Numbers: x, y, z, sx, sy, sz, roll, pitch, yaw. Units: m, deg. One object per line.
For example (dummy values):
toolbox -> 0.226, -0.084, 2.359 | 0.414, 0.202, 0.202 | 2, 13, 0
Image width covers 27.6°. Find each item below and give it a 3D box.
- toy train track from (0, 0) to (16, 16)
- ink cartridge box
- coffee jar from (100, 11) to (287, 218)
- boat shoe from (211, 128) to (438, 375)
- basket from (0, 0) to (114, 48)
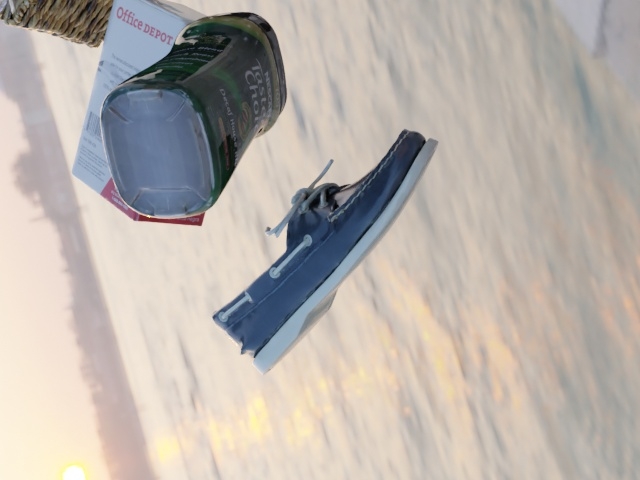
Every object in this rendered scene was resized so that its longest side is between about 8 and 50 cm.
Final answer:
toy train track -> -0.307, -0.241, 1.288 | 0.083, 0.014, 0.048 | -29, 74, 57
ink cartridge box -> -0.218, -0.181, 1.764 | 0.197, 0.114, 0.273 | 33, 112, 47
coffee jar -> -0.081, -0.094, 0.907 | 0.184, 0.079, 0.096 | -62, -34, -59
boat shoe -> 0.000, 0.000, 1.054 | 0.079, 0.095, 0.254 | 41, 122, 6
basket -> -0.366, -0.467, 1.947 | 0.213, 0.299, 0.223 | 50, -159, 20
